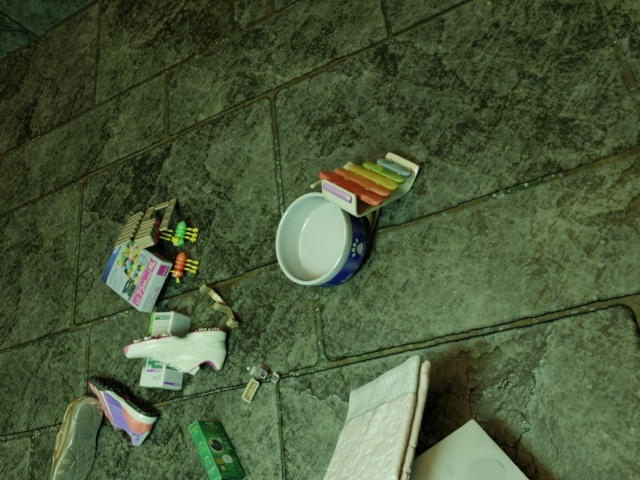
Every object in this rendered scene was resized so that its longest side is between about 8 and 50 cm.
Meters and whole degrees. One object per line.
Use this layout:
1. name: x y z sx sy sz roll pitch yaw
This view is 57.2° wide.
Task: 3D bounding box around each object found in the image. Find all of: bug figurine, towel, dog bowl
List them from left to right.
1. bug figurine: -0.545 0.036 2.044 0.279 0.072 0.216 1 72 31
2. dog bowl: 0.000 0.000 1.684 0.264 0.104 0.265 -9 76 40
3. towel: 0.119 0.445 1.339 0.332 0.053 0.317 -46 17 51

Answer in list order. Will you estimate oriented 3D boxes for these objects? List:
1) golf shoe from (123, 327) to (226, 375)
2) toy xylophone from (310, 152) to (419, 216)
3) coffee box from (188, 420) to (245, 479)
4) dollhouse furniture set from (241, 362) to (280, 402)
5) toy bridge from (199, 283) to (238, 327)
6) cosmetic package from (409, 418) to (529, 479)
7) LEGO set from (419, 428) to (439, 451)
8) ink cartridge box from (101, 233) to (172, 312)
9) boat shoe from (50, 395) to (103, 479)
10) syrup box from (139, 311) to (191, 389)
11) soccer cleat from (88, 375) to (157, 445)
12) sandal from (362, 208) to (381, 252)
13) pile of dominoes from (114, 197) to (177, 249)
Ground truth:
1. golf shoe: -0.433 0.344 1.770 0.306 0.115 0.140 -5 82 -11
2. toy xylophone: 0.114 -0.165 1.631 0.236 0.322 0.081 25 126 24
3. coffee box: -0.293 0.598 1.658 0.040 0.113 0.184 -43 57 13
4. dollhouse furniture set: -0.188 0.416 1.683 0.091 0.081 0.114 24 85 35
5. toy bridge: -0.310 0.210 1.844 0.026 0.063 0.188 -49 57 5
6. cosmetic package: 0.306 0.549 1.246 0.224 0.138 0.224 -21 50 -29
7. LEGO set: 0.253 0.491 1.432 0.083 0.023 0.054 -50 55 5
8. ink cartridge box: -0.649 0.099 2.019 0.311 0.065 0.186 27 94 39
9. boat shoe: -0.815 0.674 1.938 0.116 0.123 0.324 3 71 43
10. syrup box: -0.494 0.354 1.877 0.093 0.096 0.237 -6 68 28
11. soccer cleat: -0.661 0.542 1.901 0.318 0.108 0.116 22 87 32
12. sandal: 0.117 -0.063 1.702 0.090 0.060 0.219 9 76 32
13. pile of dominoes: -0.601 -0.050 2.053 0.196 0.040 0.251 -19 28 6
